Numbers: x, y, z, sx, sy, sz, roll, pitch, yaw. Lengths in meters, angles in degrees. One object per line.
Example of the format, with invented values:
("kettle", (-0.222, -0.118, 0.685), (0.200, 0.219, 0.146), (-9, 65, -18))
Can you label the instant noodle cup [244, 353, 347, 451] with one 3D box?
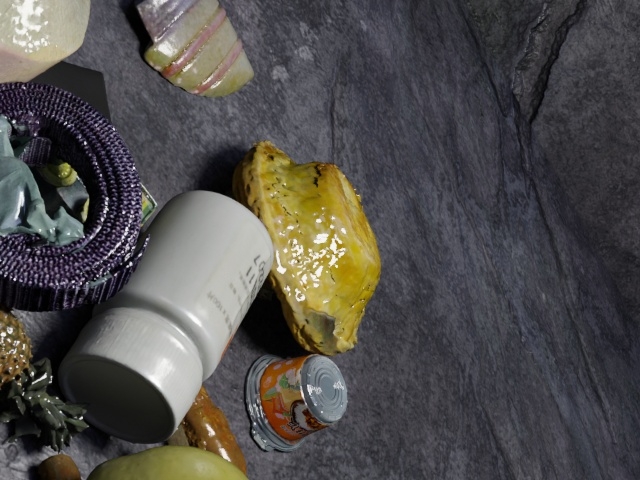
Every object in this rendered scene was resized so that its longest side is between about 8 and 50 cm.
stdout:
("instant noodle cup", (-0.032, 0.279, 1.976), (0.177, 0.126, 0.208), (43, 41, -34))

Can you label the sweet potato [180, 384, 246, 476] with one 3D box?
("sweet potato", (-0.177, 0.336, 1.754), (0.095, 0.106, 0.354), (-17, 87, -23))

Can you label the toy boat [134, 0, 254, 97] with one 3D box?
("toy boat", (-0.238, -0.401, 2.098), (0.276, 0.111, 0.293), (-39, 115, -49))

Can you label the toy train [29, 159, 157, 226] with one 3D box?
("toy train", (-0.382, -0.075, 1.674), (0.260, 0.134, 0.177), (54, 30, -18))

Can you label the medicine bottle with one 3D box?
("medicine bottle", (-0.229, 0.111, 1.693), (0.211, 0.211, 0.371), (52, 42, -24))

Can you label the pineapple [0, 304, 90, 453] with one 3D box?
("pineapple", (-0.415, 0.190, 1.498), (0.251, 0.125, 0.125), (55, 35, -28))

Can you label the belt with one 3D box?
("belt", (-0.377, -0.062, 1.478), (0.260, 0.122, 0.324), (-15, 70, -23))

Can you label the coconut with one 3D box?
("coconut", (-0.479, -0.350, 1.518), (0.297, 0.310, 0.297), (35, 43, -41))

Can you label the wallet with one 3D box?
("wallet", (-0.436, -0.245, 1.784), (0.244, 0.025, 0.124), (9, 65, -53))

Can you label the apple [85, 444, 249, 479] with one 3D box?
("apple", (-0.181, 0.419, 1.484), (0.295, 0.234, 0.257), (77, -8, -53))

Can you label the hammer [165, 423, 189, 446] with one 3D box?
("hammer", (-0.166, 0.447, 1.678), (0.111, 0.043, 0.365), (-30, 109, -41))

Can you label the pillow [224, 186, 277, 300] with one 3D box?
("pillow", (-0.120, 0.003, 2.087), (0.131, 0.038, 0.232), (-13, 82, -58))

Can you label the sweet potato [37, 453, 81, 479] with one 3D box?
("sweet potato", (-0.334, 0.473, 1.450), (0.109, 0.109, 0.385), (32, 35, -42))

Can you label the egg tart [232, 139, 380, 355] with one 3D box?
("egg tart", (0.000, 0.000, 2.064), (0.443, 0.178, 0.443), (57, 18, -30))
